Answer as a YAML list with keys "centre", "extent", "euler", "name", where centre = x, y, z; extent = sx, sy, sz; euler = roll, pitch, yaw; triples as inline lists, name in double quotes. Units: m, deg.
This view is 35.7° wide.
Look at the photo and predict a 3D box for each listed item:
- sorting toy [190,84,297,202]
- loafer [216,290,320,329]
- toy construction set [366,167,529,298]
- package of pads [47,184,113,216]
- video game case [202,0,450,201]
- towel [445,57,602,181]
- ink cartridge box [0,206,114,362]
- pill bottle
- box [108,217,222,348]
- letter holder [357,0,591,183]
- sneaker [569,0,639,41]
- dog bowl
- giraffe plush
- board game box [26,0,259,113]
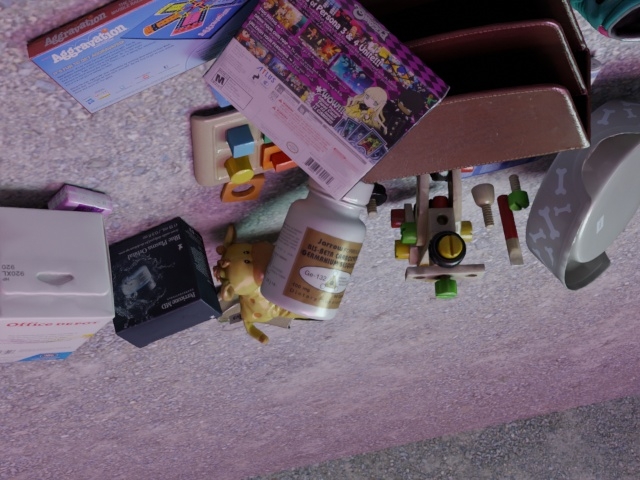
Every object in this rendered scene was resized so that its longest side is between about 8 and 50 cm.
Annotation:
- centre: [-0.087, -0.136, 1.456]
  extent: [0.196, 0.047, 0.347]
  euler: [-13, 154, -11]
  name: "sorting toy"
- centre: [-0.085, 0.126, 1.933]
  extent: [0.269, 0.092, 0.102]
  euler: [-9, 153, -19]
  name: "loafer"
- centre: [0.223, 0.004, 1.652]
  extent: [0.309, 0.237, 0.257]
  euler: [6, 152, -27]
  name: "toy construction set"
- centre: [-0.354, -0.053, 1.467]
  extent: [0.050, 0.032, 0.083]
  euler: [-31, 151, 33]
  name: "package of pads"
- centre: [0.001, -0.187, 1.178]
  extent: [0.210, 0.232, 0.042]
  euler: [-45, -175, 41]
  name: "video game case"
- centre: [0.319, -0.194, 1.624]
  extent: [0.209, 0.034, 0.285]
  euler: [-13, 156, -15]
  name: "towel"
- centre: [-0.430, 0.071, 1.471]
  extent: [0.171, 0.168, 0.233]
  euler: [2, 158, -34]
  name: "ink cartridge box"
- centre: [0.000, 0.000, 1.582]
  extent: [0.131, 0.131, 0.229]
  euler: [12, 102, -46]
  name: "pill bottle"
- centre: [-0.263, 0.070, 1.628]
  extent: [0.156, 0.158, 0.093]
  euler: [-23, 154, 8]
  name: "box"
- centre: [0.155, -0.208, 1.216]
  extent: [0.302, 0.152, 0.214]
  euler: [-8, 146, 27]
  name: "letter holder"
- centre: [0.445, -0.349, 1.224]
  extent: [0.124, 0.178, 0.295]
  euler: [11, 142, -46]
  name: "sneaker"
- centre: [0.480, -0.086, 1.698]
  extent: [0.349, 0.102, 0.348]
  euler: [-36, 146, -30]
  name: "dog bowl"
- centre: [-0.106, 0.056, 1.706]
  extent: [0.210, 0.181, 0.170]
  euler: [-34, 141, 3]
  name: "giraffe plush"
- centre: [-0.190, -0.248, 1.190]
  extent: [0.281, 0.027, 0.145]
  euler: [-22, 156, 9]
  name: "board game box"
